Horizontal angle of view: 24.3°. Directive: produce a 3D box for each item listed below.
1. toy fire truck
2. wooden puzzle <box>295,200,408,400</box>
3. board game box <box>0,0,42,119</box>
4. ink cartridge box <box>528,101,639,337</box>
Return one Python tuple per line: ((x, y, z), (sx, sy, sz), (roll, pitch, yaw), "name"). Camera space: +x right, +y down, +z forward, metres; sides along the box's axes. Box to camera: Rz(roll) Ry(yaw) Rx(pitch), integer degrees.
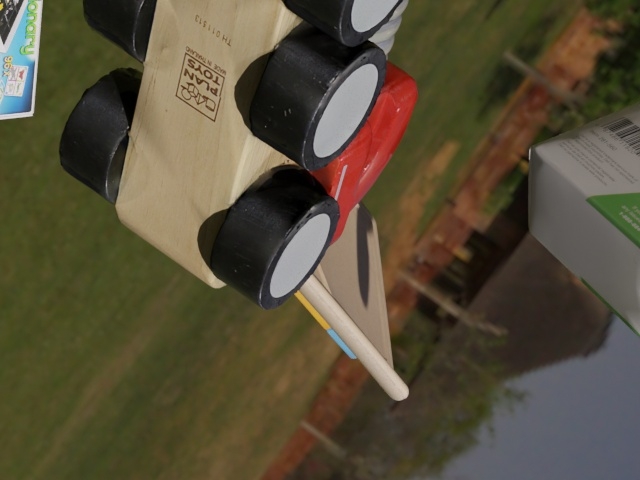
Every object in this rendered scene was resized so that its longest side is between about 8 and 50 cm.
((0.001, -0.126, 0.676), (0.246, 0.158, 0.217), (-37, 154, -44), "toy fire truck")
((0.000, 0.000, 1.293), (0.044, 0.221, 0.239), (-24, -133, 14), "wooden puzzle")
((-0.416, -0.283, 1.717), (0.193, 0.053, 0.305), (-10, 121, -36), "board game box")
((0.293, -0.037, 1.132), (0.219, 0.160, 0.093), (-22, 133, -18), "ink cartridge box")
